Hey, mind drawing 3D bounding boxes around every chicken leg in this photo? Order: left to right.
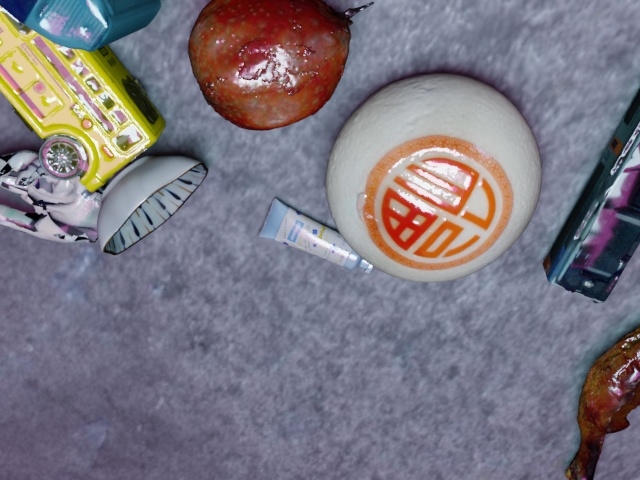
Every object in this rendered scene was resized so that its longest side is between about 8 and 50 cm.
[{"bbox_3d":[0.461,0.230,1.072,0.158,0.096,0.407,13,119,-22],"label":"chicken leg"}]

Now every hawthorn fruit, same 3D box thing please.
[{"bbox_3d":[-0.042,-0.232,0.860,0.235,0.181,0.181,-20,111,14],"label":"hawthorn fruit"}]

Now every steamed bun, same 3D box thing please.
[{"bbox_3d":[0.144,-0.067,0.913,0.283,0.177,0.283,2,116,5],"label":"steamed bun"}]

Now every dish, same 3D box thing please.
[{"bbox_3d":[-0.241,-0.063,0.966,0.066,0.191,0.191,47,112,1],"label":"dish"}]

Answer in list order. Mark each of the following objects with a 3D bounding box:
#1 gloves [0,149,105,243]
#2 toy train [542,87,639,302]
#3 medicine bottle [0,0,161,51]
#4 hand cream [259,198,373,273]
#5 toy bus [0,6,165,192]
[{"bbox_3d":[-0.402,-0.074,1.009,0.212,0.111,0.127,31,138,-12],"label":"gloves"},{"bbox_3d":[0.417,-0.112,0.914,0.086,0.089,0.409,20,114,-1],"label":"toy train"},{"bbox_3d":[-0.259,-0.284,0.810,0.124,0.258,0.079,39,113,-9],"label":"medicine bottle"},{"bbox_3d":[0.000,0.000,1.035,0.171,0.043,0.065,24,109,0],"label":"hand cream"},{"bbox_3d":[-0.352,-0.231,0.907,0.152,0.144,0.330,-33,110,10],"label":"toy bus"}]
